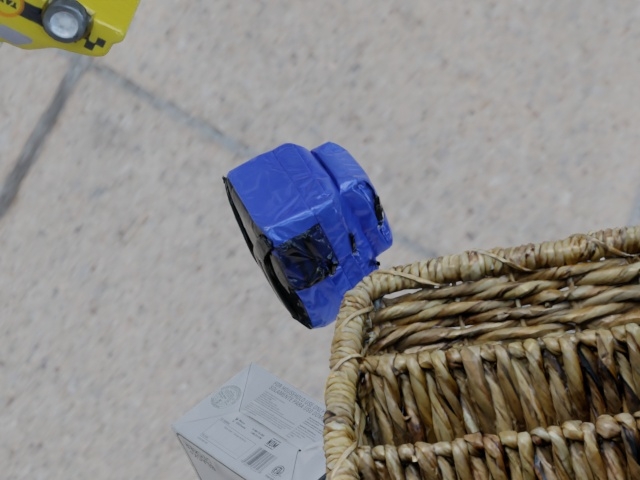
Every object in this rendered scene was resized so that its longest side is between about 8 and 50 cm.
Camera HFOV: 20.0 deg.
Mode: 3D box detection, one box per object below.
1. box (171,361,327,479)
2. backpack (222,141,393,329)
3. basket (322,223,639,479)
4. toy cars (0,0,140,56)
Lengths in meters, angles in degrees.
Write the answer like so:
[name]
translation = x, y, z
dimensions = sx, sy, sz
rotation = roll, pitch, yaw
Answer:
[box]
translation = 0.008, 0.253, 1.448
dimensions = 0.087, 0.169, 0.290
rotation = -37, 125, -21
[backpack]
translation = 0.000, 0.000, 1.305
dimensions = 0.101, 0.120, 0.098
rotation = -23, 39, -2
[basket]
translation = 0.152, 0.118, 1.080
dimensions = 0.299, 0.213, 0.223
rotation = -8, 98, 15
[toy cars]
translation = -0.320, -0.186, 1.357
dimensions = 0.394, 0.087, 0.176
rotation = -4, 48, -40
